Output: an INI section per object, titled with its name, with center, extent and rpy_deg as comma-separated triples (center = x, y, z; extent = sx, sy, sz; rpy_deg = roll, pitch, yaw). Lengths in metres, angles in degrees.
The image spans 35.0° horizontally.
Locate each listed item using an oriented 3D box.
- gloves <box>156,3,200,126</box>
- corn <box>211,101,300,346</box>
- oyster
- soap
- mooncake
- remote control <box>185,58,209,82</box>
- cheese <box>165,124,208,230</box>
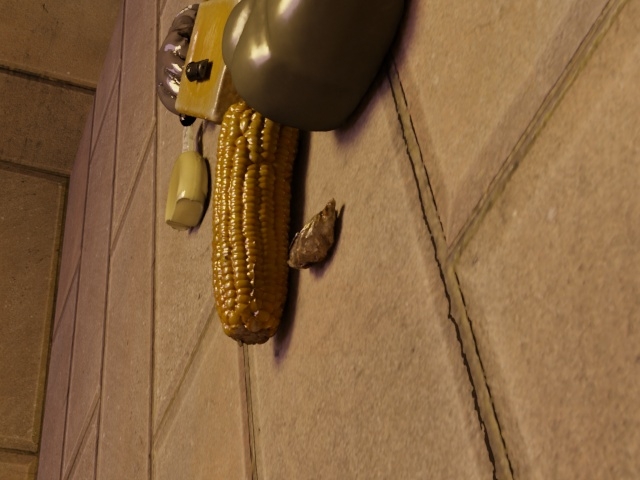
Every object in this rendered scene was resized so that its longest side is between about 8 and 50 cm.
[gloves]
center = -0.231, -0.307, 1.784
extent = 0.285, 0.119, 0.142
rpy_deg = -102, 9, -46
[corn]
center = -0.080, -0.029, 1.189
extent = 0.102, 0.102, 0.313
rpy_deg = 136, 142, -58
[oyster]
center = 0.000, 0.000, 1.078
extent = 0.080, 0.038, 0.083
rpy_deg = -54, -12, -7
[soap]
center = -0.130, -0.262, 1.494
extent = 0.315, 0.091, 0.199
rpy_deg = -146, 69, -70
[mooncake]
center = -0.008, -0.257, 1.084
extent = 0.275, 0.135, 0.275
rpy_deg = -48, 33, 47
[remote control]
center = -0.180, -0.247, 1.465
extent = 0.091, 0.016, 0.034
rpy_deg = -166, 92, -70
[cheese]
center = -0.229, -0.121, 1.742
extent = 0.255, 0.050, 0.127
rpy_deg = -96, 25, -46
